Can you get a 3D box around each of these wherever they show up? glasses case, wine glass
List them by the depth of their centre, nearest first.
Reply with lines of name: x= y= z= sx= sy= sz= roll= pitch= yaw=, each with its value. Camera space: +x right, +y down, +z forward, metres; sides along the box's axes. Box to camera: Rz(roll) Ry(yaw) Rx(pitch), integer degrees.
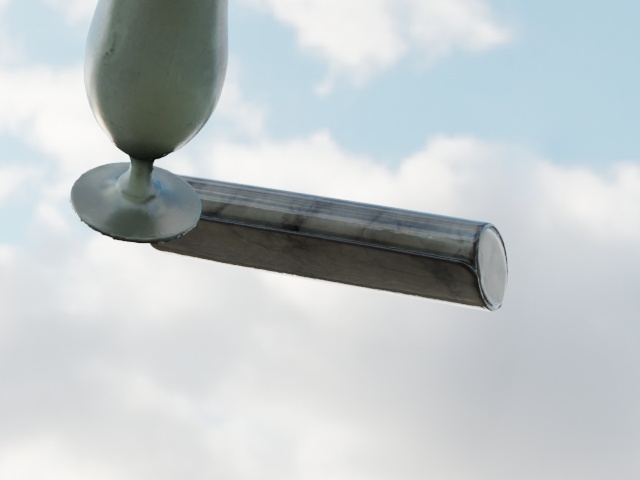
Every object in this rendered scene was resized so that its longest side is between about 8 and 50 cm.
wine glass: x=-0.106 y=-0.103 z=1.240 sx=0.093 sy=0.093 sz=0.202 roll=5 pitch=-55 yaw=-8
glasses case: x=0.000 y=0.000 z=1.602 sx=0.299 sy=0.060 sz=0.114 roll=9 pitch=-20 yaw=21
